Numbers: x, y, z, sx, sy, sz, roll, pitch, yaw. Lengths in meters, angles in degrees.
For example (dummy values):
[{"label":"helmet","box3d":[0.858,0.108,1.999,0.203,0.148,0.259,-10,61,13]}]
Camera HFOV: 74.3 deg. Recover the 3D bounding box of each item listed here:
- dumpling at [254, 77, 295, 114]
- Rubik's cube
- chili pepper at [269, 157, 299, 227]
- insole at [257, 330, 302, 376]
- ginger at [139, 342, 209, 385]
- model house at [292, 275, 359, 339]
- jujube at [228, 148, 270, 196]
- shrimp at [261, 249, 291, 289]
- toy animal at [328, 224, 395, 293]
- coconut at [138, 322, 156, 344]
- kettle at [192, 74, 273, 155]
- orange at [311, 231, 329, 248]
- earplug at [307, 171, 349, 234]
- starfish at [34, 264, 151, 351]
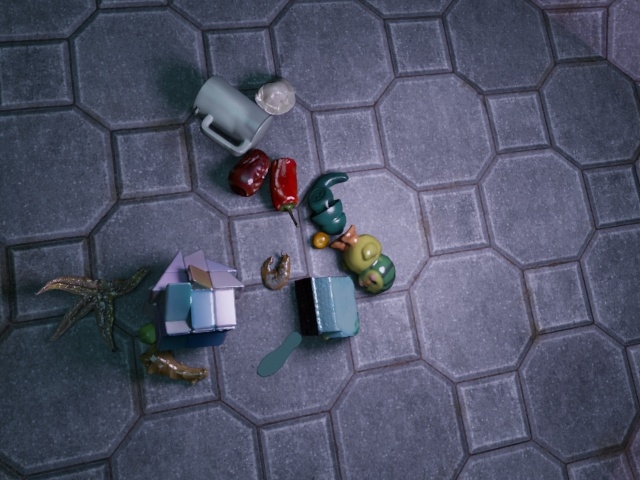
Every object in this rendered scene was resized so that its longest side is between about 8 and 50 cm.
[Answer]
[{"label":"dumpling","box3d":[-0.203,-0.690,2.023,0.247,0.142,0.173,-44,108,-34]},{"label":"Rubik's cube","box3d":[-0.515,0.255,1.741,0.387,0.358,0.368,3,42,-32]},{"label":"chili pepper","box3d":[-0.165,-0.203,1.948,0.131,0.134,0.339,-6,78,4]},{"label":"insole","box3d":[-0.181,0.516,1.910,0.253,0.005,0.086,-44,91,-11]},{"label":"ginger","box3d":[-0.623,0.533,1.809,0.294,0.086,0.131,20,70,-13]},{"label":"model house","box3d":[0.005,0.303,1.891,0.248,0.230,0.281,-13,78,31]},{"label":"jujube","box3d":[-0.321,-0.311,1.937,0.155,0.155,0.230,36,74,-2]},{"label":"shrimp","box3d":[-0.202,0.132,1.938,0.132,0.051,0.188,17,83,-6]},{"label":"toy animal","box3d":[0.214,0.085,1.938,0.338,0.216,0.191,50,52,-2]},{"label":"coconut","box3d":[-0.734,0.402,1.806,0.096,0.088,0.088,-35,88,-41]},{"label":"kettle","box3d":[-0.405,-0.565,1.916,0.318,0.265,0.205,36,119,-5]},{"label":"orange","box3d":[0.000,0.000,1.977,0.083,0.070,0.083,0,104,1]},{"label":"earplug","box3d":[0.047,-0.164,1.989,0.257,0.163,0.280,-33,101,-47]},{"label":"starfish","box3d":[-0.955,0.261,1.774,0.397,0.132,0.384,11,87,-20]}]
